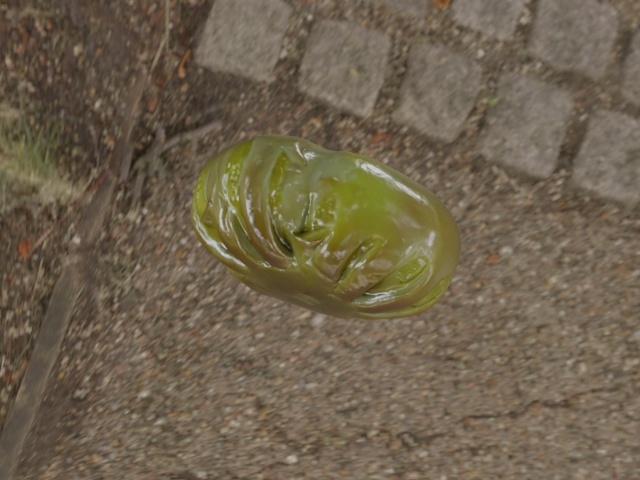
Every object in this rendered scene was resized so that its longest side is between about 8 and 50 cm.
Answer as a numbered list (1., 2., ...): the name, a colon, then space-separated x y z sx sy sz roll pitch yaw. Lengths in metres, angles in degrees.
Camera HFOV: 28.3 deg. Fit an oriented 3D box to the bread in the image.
1. bread: 0.000 0.000 0.990 0.213 0.213 0.105 18 72 -11
